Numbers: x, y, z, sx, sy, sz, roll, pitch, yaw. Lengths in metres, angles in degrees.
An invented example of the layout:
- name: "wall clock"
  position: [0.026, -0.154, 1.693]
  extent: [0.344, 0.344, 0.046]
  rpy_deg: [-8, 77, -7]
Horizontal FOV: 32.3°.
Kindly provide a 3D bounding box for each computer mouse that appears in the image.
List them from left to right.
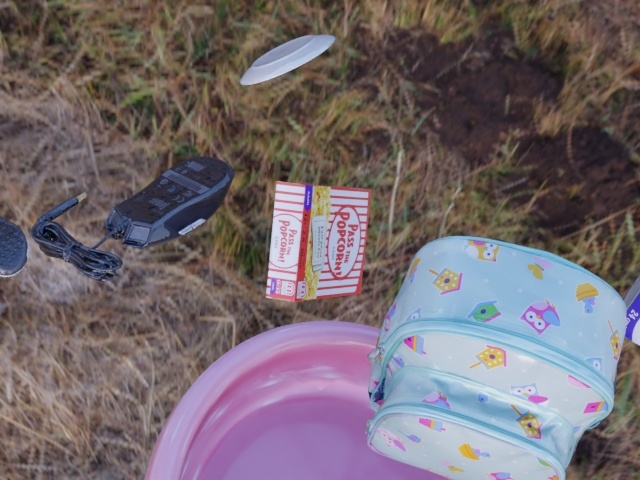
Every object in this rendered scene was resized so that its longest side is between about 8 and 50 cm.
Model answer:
- name: "computer mouse"
  position: [-0.243, -0.032, 1.438]
  extent: [0.184, 0.060, 0.262]
  rpy_deg: [20, 46, 35]

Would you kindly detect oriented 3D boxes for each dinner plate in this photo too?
- name: "dinner plate"
  position: [-0.047, -0.248, 1.482]
  extent: [0.141, 0.141, 0.017]
  rpy_deg: [-32, 109, -17]

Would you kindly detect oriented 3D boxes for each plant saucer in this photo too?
- name: "plant saucer"
  position: [0.019, 0.225, 0.812]
  extent: [0.332, 0.084, 0.332]
  rpy_deg: [14, 57, -23]

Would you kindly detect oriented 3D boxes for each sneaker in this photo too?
- name: "sneaker"
  position: [-0.563, 0.014, 1.924]
  extent: [0.084, 0.097, 0.234]
  rpy_deg: [-24, 39, -24]

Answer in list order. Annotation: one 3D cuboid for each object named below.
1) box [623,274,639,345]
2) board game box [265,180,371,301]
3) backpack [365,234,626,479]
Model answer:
- name: "box"
  position: [0.386, 0.063, 1.098]
  extent: [0.137, 0.126, 0.072]
  rpy_deg: [29, 41, 9]
- name: "board game box"
  position: [0.000, 0.000, 1.440]
  extent: [0.045, 0.193, 0.147]
  rpy_deg: [7, 95, 27]
- name: "backpack"
  position: [0.117, 0.087, 0.747]
  extent: [0.165, 0.188, 0.144]
  rpy_deg: [20, 55, 6]
